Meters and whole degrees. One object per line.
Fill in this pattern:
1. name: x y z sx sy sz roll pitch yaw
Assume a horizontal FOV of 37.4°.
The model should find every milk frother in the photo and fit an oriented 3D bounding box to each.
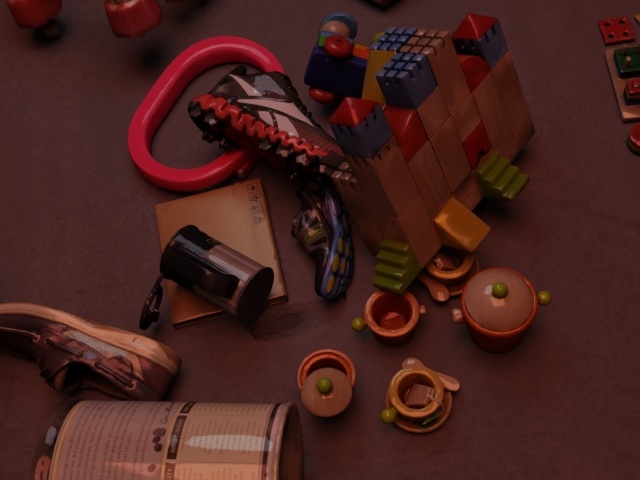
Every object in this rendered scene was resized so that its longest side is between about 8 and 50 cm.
1. milk frother: -0.160 0.074 1.267 0.134 0.129 0.143 28 112 23

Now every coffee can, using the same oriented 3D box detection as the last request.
1. coffee can: -0.169 0.286 1.100 0.275 0.201 0.202 -1 61 8

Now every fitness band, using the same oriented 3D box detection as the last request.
1. fitness band: -0.170 -0.196 1.463 0.209 0.054 0.291 21 65 21

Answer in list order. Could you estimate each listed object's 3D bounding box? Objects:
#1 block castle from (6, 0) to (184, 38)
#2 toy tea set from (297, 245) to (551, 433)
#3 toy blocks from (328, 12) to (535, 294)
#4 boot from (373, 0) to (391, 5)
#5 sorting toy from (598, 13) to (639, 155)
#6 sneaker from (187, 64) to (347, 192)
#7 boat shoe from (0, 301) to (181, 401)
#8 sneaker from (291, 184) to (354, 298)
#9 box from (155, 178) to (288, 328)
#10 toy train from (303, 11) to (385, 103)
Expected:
1. block castle: -0.307 -0.529 1.583 0.303 0.213 0.453 12 56 27
2. toy tea set: 0.124 0.117 1.200 0.336 0.124 0.200 -43 64 -16
3. toy blocks: 0.138 -0.159 1.245 0.190 0.261 0.381 16 55 44
4. boot: 0.120 -0.519 1.578 0.248 0.090 0.207 -37 65 -9
5. sorting toy: 0.501 -0.255 1.403 0.132 0.046 0.275 -6 60 4
6. sneaker: -0.051 -0.167 1.335 0.276 0.098 0.135 28 71 24
7. boat shoe: -0.330 0.156 1.256 0.285 0.103 0.092 13 58 8
8. sneaker: 0.000 0.000 1.327 0.078 0.067 0.188 -18 59 19
9. box: -0.145 0.015 1.354 0.164 0.021 0.201 -14 61 1
10. toy train: 0.105 -0.264 1.447 0.248 0.105 0.143 15 44 -8
